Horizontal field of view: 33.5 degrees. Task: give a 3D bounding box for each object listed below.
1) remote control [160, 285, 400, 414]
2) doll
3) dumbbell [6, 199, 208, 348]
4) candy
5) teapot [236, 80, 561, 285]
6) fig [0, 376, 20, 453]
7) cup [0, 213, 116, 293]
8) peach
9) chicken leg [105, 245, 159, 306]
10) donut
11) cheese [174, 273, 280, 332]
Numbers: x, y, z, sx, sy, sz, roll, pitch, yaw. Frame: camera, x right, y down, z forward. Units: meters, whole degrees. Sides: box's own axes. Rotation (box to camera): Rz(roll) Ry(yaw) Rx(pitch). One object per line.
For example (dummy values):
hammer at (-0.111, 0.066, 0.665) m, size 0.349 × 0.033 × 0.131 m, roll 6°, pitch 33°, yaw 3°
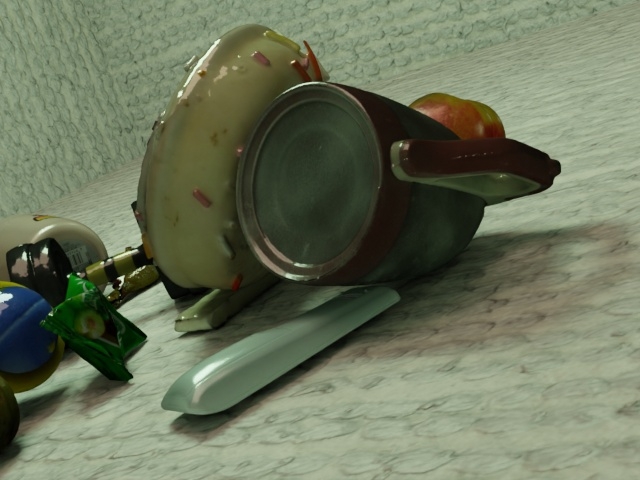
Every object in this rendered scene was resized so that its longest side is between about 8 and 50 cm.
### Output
remote control at (-0.045, 0.119, 1.218) m, size 0.293 × 0.051 × 0.103 m, roll -26°, pitch 9°, yaw -29°
doll at (-0.481, 0.172, 1.430) m, size 0.242 × 0.160 × 0.311 m, roll -27°, pitch 16°, yaw 33°
dumbbell at (-0.330, 0.043, 1.682) m, size 0.388 × 0.185 × 0.185 m, roll -22°, pitch 13°, yaw -5°
candy at (-0.311, 0.120, 1.461) m, size 0.078 × 0.141 × 0.203 m, roll -32°, pitch 12°, yaw 7°
teapot at (0.113, -0.067, 1.289) m, size 0.314 × 0.233 × 0.312 m, roll -13°, pitch -11°, yaw 41°
fig at (-0.433, 0.188, 1.279) m, size 0.126 × 0.185 × 0.133 m, roll 3°, pitch 22°, yaw 30°
cup at (-0.467, 0.052, 1.929) m, size 0.252 × 0.192 × 0.200 m, roll 10°, pitch -5°, yaw -38°
peach at (0.204, -0.141, 1.728) m, size 0.190 × 0.192 × 0.190 m, roll 16°, pitch 19°, yaw -6°
chicken leg at (-0.335, 0.063, 1.885) m, size 0.093 × 0.070 × 0.178 m, roll 10°, pitch 37°, yaw 18°
donut at (-0.098, -0.100, 1.456) m, size 0.142 × 0.383 × 0.382 m, roll 20°, pitch 31°, yaw 19°
cheese at (-0.074, 0.038, 1.625) m, size 0.085 × 0.034 × 0.400 m, roll -10°, pitch 17°, yaw 39°
